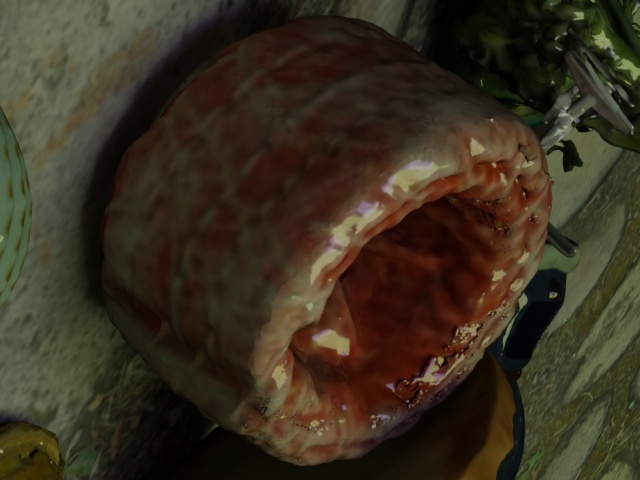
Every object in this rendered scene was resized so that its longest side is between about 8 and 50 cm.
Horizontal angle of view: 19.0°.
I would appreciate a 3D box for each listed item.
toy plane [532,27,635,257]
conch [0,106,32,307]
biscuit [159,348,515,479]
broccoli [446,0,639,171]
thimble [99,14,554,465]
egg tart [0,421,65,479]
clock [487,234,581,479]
[{"bbox_3d":[0.100,-0.032,1.213,0.107,0.273,0.182,-44,114,-23],"label":"toy plane"},{"bbox_3d":[-0.212,-0.020,0.740,0.172,0.131,0.200,-39,130,15],"label":"conch"},{"bbox_3d":[0.004,0.138,1.197,0.040,0.309,0.204,54,39,-19],"label":"biscuit"},{"bbox_3d":[0.209,-0.114,1.259,0.177,0.274,0.198,-54,144,-7],"label":"broccoli"},{"bbox_3d":[0.000,0.000,1.079,0.239,0.162,0.239,-30,143,-26],"label":"thimble"},{"bbox_3d":[-0.183,0.165,1.086,0.129,0.049,0.129,-43,152,-30],"label":"egg tart"},{"bbox_3d":[0.095,0.096,1.431,0.199,0.146,0.243,4,106,-65],"label":"clock"}]
